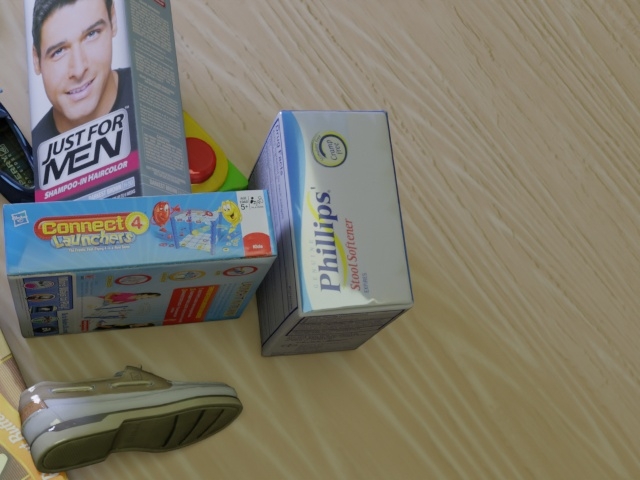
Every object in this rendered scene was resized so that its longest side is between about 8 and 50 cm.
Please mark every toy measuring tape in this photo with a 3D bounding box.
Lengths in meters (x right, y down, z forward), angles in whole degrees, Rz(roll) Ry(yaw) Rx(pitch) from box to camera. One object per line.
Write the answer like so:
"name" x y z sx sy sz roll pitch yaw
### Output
"toy measuring tape" -0.232 -0.135 1.390 0.121 0.121 0.330 -39 77 -21

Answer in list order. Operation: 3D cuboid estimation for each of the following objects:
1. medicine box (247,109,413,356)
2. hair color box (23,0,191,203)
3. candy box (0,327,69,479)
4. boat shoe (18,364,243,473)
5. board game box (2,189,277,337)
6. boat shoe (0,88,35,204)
"medicine box" 0.000 0.000 1.302 0.149 0.289 0.263 -2 74 -15
"hair color box" -0.294 -0.185 1.325 0.185 0.114 0.374 -18 70 26
"candy box" -0.465 0.215 1.229 0.183 0.087 0.316 -24 81 -19
"boat shoe" -0.237 0.211 1.246 0.302 0.113 0.103 0 46 -43
"board game box" -0.233 0.036 1.226 0.302 0.308 0.086 -4 73 -16
"boat shoe" -0.458 -0.158 1.346 0.258 0.089 0.109 44 68 2
